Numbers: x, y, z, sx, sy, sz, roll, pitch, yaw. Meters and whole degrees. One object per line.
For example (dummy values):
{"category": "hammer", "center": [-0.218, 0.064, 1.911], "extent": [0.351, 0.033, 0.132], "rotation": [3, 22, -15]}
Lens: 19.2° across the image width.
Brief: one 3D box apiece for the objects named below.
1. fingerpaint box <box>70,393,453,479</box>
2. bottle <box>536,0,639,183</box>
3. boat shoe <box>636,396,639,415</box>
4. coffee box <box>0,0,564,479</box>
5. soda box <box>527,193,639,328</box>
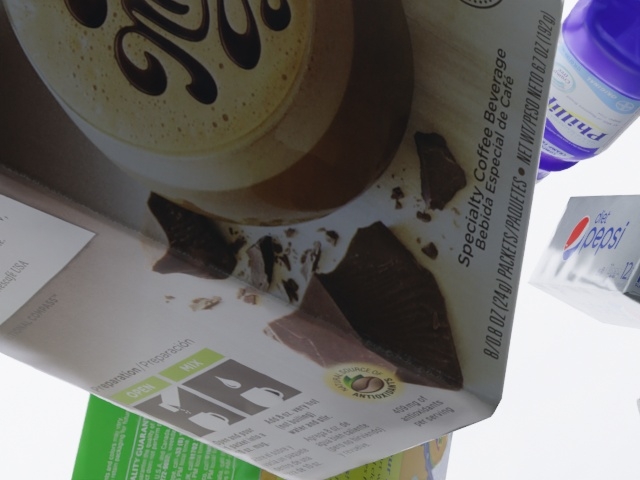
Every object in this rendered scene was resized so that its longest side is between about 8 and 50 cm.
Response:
{"category": "fingerpaint box", "center": [-0.045, 0.229, 1.466], "extent": [0.163, 0.445, 0.371], "rotation": [2, -20, 24]}
{"category": "bottle", "center": [0.248, -0.139, 1.859], "extent": [0.092, 0.118, 0.283], "rotation": [-52, 0, -29]}
{"category": "boat shoe", "center": [0.358, 0.205, 1.747], "extent": [0.060, 0.178, 0.064], "rotation": [-37, 5, -3]}
{"category": "coffee box", "center": [-0.079, -0.060, 0.599], "extent": [0.297, 0.168, 0.119], "rotation": [26, -31, -24]}
{"category": "soda box", "center": [0.279, 0.020, 1.668], "extent": [0.098, 0.091, 0.286], "rotation": [-63, 9, -5]}
